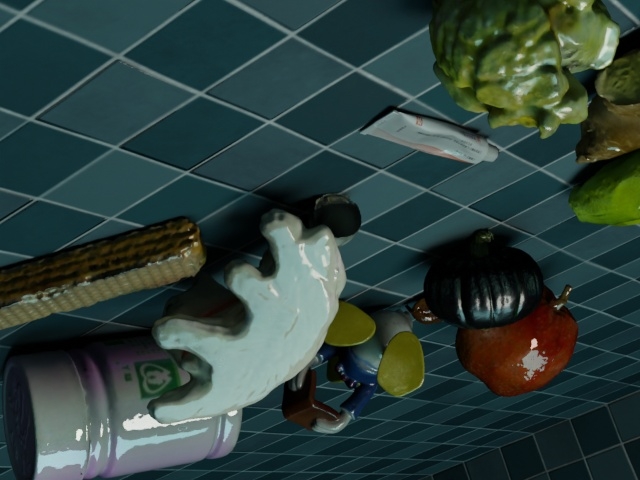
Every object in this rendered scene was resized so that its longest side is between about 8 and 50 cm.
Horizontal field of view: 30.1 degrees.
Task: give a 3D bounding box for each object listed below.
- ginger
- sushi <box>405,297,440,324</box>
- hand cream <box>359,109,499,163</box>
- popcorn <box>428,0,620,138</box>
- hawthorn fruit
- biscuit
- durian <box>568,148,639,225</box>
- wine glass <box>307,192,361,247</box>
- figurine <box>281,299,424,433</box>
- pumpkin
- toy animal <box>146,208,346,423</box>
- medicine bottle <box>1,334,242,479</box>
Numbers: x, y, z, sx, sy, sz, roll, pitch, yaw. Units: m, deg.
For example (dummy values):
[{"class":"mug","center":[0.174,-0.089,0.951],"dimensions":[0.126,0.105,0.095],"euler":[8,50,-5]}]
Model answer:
[{"class":"ginger","center":[0.418,-0.180,1.441],"dimensions":[0.219,0.123,0.270],"euler":[6,159,-39]},{"class":"sushi","center":[0.213,0.115,2.085],"dimensions":[0.120,0.052,0.055],"euler":[-22,176,6]},{"class":"hand cream","center":[0.144,-0.126,1.483],"dimensions":[0.216,0.038,0.052],"euler":[12,121,-41]},{"class":"popcorn","center":[0.200,-0.208,1.161],"dimensions":[0.187,0.167,0.185],"euler":[-46,138,-18]},{"class":"hawthorn fruit","center":[0.363,0.159,2.126],"dimensions":[0.205,0.205,0.253],"euler":[-1,145,-35]},{"class":"biscuit","center":[-0.332,0.056,1.533],"dimensions":[0.379,0.054,0.094],"euler":[-16,160,-3]},{"class":"durian","center":[0.481,-0.093,1.728],"dimensions":[0.250,0.101,0.139],"euler":[-30,-170,29]},{"class":"wine glass","center":[0.000,0.000,1.628],"dimensions":[0.072,0.072,0.155],"euler":[-8,156,-22]},{"class":"figurine","center":[0.070,0.242,2.111],"dimensions":[0.283,0.204,0.338],"euler":[-43,165,7]},{"class":"pumpkin","center":[0.259,0.075,1.892],"dimensions":[0.194,0.150,0.194],"euler":[-4,158,-2]},{"class":"toy animal","center":[-0.101,0.072,1.609],"dimensions":[0.266,0.188,0.307],"euler":[0,116,-4]},{"class":"medicine bottle","center":[-0.305,0.256,1.826],"dimensions":[0.325,0.212,0.212],"euler":[-6,156,-27]}]
